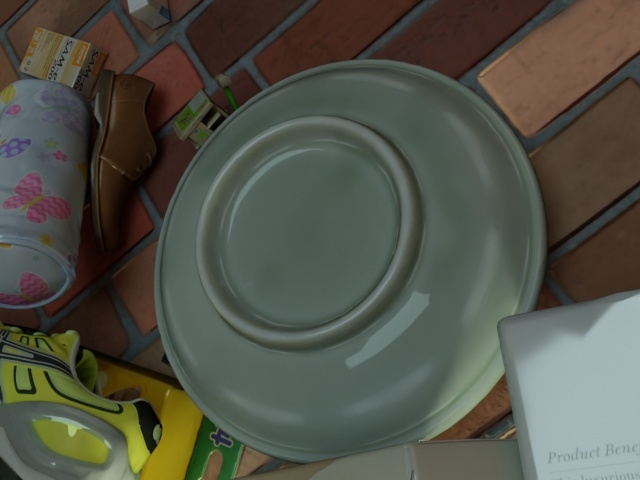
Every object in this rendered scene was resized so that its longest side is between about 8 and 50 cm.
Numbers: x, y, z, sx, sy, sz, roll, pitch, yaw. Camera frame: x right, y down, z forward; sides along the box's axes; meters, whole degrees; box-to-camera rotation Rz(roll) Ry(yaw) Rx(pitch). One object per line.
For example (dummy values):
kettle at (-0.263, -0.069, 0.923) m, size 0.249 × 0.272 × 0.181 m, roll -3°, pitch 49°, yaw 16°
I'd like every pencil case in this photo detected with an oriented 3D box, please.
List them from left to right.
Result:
pencil case at (-0.318, -0.058, 1.032) m, size 0.113 × 0.124 × 0.273 m, roll 113°, pitch 158°, yaw -44°

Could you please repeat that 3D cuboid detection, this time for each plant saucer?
plant saucer at (0.000, 0.000, 0.869) m, size 0.401 × 0.100 × 0.400 m, roll -7°, pitch 71°, yaw 21°

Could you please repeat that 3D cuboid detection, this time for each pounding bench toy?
pounding bench toy at (-0.107, -0.131, 1.026) m, size 0.083 × 0.065 × 0.052 m, roll -50°, pitch 30°, yaw 7°

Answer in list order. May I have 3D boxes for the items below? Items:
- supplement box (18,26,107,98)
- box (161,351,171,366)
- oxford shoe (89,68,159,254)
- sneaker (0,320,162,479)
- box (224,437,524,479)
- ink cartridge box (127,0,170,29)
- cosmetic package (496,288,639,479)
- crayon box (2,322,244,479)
supplement box at (-0.319, -0.221, 1.170) m, size 0.098 × 0.036 × 0.062 m, roll 20°, pitch 88°, yaw 28°
box at (-0.034, 0.087, 0.947) m, size 0.220 × 0.051 × 0.175 m, roll 22°, pitch 87°, yaw 28°
oxford shoe at (-0.224, -0.087, 1.077) m, size 0.076 × 0.076 × 0.212 m, roll 6°, pitch 90°, yaw -12°
sneaker at (-0.304, 0.148, 0.946) m, size 0.385 × 0.145 × 0.147 m, roll 33°, pitch 60°, yaw 33°
box at (0.013, 0.247, 0.775) m, size 0.311 × 0.148 × 0.121 m, roll -23°, pitch 66°, yaw 42°
ink cartridge box at (-0.209, -0.301, 1.129) m, size 0.028 × 0.048 × 0.083 m, roll -20°, pitch 68°, yaw 21°
cosmetic package at (0.291, 0.264, 0.682) m, size 0.230 × 0.161 × 0.453 m, roll -13°, pitch 72°, yaw 23°
crayon box at (-0.248, 0.223, 1.001) m, size 0.323 × 0.083 × 0.203 m, roll 13°, pitch 84°, yaw 28°
